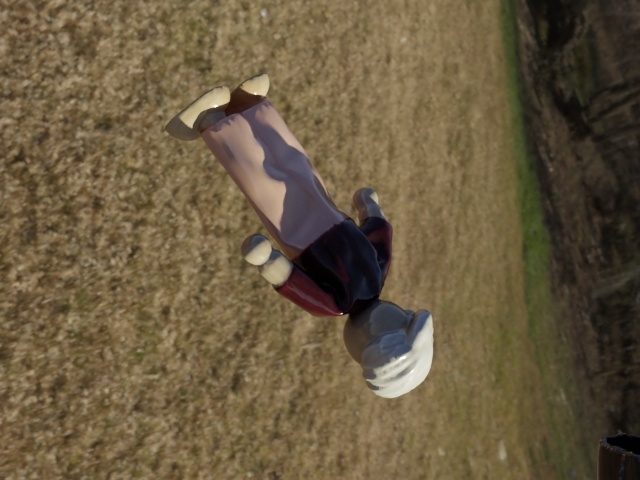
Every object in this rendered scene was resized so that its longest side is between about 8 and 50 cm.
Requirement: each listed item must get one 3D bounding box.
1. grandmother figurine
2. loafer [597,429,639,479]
[{"bbox_3d":[0.000,0.000,0.864,0.208,0.104,0.342,-30,85,-39],"label":"grandmother figurine"},{"bbox_3d":[0.229,0.100,0.395,0.080,0.220,0.078,-10,82,-77],"label":"loafer"}]
